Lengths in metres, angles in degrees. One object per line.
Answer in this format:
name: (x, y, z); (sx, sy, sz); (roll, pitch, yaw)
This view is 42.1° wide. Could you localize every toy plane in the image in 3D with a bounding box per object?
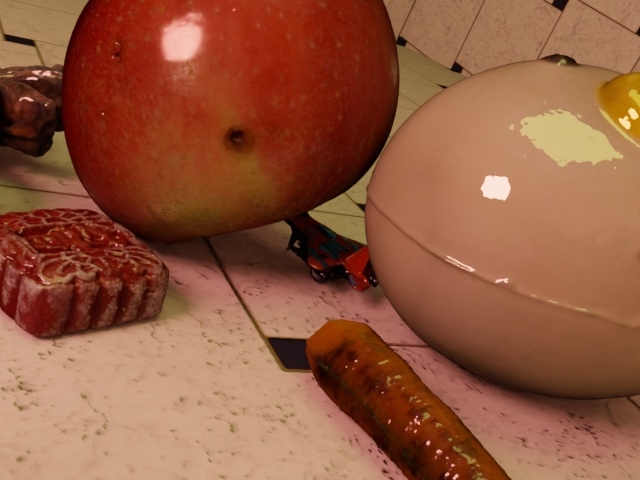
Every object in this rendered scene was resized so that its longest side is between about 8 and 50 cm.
toy plane: (-0.001, 0.003, 0.912); (0.189, 0.061, 0.130); (28, 23, 35)

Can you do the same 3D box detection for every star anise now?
star anise: (-0.377, -0.143, 0.910); (0.223, 0.109, 0.236); (-2, 15, -32)

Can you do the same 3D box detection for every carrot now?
carrot: (0.083, 0.157, 0.588); (0.066, 0.066, 0.314); (3, 27, -35)

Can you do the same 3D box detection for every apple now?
apple: (-0.093, -0.158, 0.833); (0.348, 0.277, 0.348); (-14, 14, 3)

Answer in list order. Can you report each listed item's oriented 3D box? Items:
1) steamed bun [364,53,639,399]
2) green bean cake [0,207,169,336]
steamed bun: (0.226, -0.010, 0.783); (0.374, 0.334, 0.334); (15, 20, -20)
green bean cake: (-0.210, 0.020, 0.696); (0.136, 0.056, 0.135); (33, 23, 34)
